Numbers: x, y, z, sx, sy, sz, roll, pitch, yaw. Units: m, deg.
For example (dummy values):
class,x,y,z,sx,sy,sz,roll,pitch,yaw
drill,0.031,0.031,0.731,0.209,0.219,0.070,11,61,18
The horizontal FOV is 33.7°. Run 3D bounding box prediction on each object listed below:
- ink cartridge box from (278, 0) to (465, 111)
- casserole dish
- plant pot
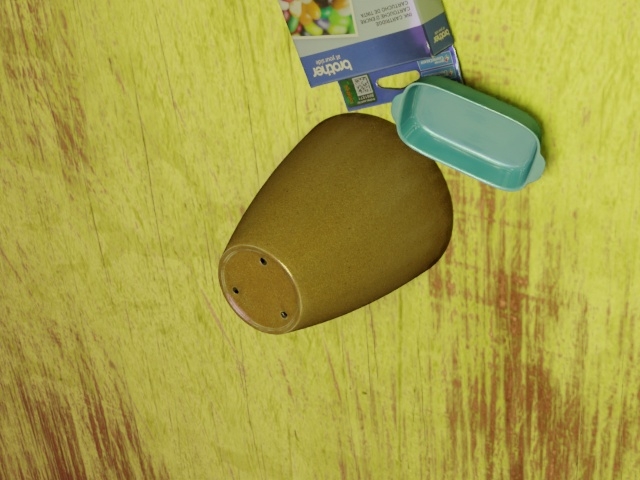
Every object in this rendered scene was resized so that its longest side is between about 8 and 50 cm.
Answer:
class,x,y,z,sx,sy,sz,roll,pitch,yaw
ink cartridge box,0.034,-0.296,1.204,0.186,0.065,0.311,-6,114,40
casserole dish,0.171,-0.126,1.197,0.188,0.037,0.114,26,146,13
plant pot,0.000,0.000,1.278,0.237,0.254,0.237,18,126,27
